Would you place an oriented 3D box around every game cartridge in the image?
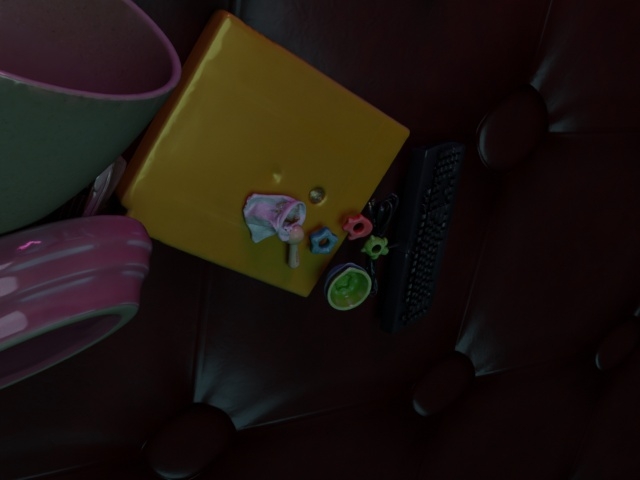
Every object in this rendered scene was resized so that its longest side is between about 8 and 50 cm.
[{"bbox_3d":[-0.071,-0.095,0.951,0.324,0.053,0.285,25,101,-37],"label":"game cartridge"}]

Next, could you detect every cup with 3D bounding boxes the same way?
[{"bbox_3d":[-0.319,-0.122,0.622,0.331,0.331,0.237,14,121,-37],"label":"cup"}]

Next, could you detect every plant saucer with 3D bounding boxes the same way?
[{"bbox_3d":[-0.315,0.087,0.734,0.332,0.084,0.332,-27,172,-4],"label":"plant saucer"}]

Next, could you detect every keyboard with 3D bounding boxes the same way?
[{"bbox_3d":[0.137,0.005,1.120,0.202,0.033,0.317,-17,124,-39],"label":"keyboard"}]

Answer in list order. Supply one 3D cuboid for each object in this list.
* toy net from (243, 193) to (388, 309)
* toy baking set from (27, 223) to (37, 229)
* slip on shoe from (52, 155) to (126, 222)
[{"bbox_3d":[0.000,0.000,0.976,0.122,0.045,0.232,-46,128,9],"label":"toy net"},{"bbox_3d":[-0.337,-0.029,0.828,0.197,0.030,0.256,5,113,-34],"label":"toy baking set"},{"bbox_3d":[-0.264,-0.042,0.834,0.041,0.051,0.135,23,88,-55],"label":"slip on shoe"}]
